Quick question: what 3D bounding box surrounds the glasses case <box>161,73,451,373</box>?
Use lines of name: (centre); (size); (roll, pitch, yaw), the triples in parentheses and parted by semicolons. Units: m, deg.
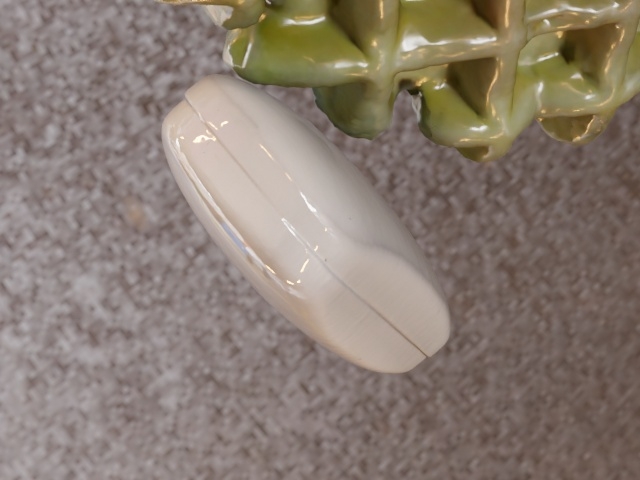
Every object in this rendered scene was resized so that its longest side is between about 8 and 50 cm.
glasses case: (0.000, 0.000, 0.673); (0.092, 0.059, 0.233); (51, -178, 17)

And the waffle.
waffle: (0.087, -0.154, 0.569); (0.309, 0.292, 0.056); (-45, 46, 16)
